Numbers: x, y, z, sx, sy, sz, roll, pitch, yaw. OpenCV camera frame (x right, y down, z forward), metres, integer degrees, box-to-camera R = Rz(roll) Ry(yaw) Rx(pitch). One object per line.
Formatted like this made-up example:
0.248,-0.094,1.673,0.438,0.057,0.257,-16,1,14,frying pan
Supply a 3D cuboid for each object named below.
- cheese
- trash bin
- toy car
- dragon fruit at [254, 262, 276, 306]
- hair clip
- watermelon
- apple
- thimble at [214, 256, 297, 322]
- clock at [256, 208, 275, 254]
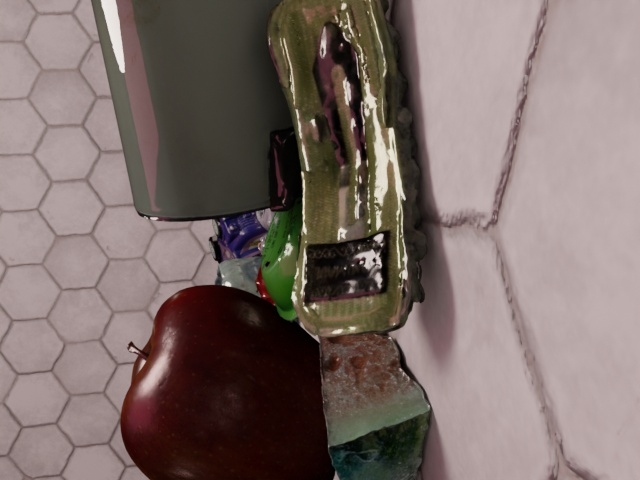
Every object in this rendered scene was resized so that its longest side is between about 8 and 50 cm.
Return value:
0.000,0.000,0.742,0.320,0.083,0.204,-13,60,67,cheese
-0.125,-0.177,0.694,0.277,0.217,0.263,9,114,38,trash bin
-0.169,0.012,1.518,0.158,0.172,0.235,63,158,24,toy car
-0.077,0.050,1.216,0.094,0.094,0.191,-118,35,-65,dragon fruit
0.032,-0.077,0.560,0.091,0.138,0.322,9,-106,-57,hair clip
0.042,0.151,0.649,0.241,0.094,0.154,-105,5,-51,watermelon
-0.118,0.212,0.838,0.288,0.316,0.288,-58,10,16,apple
-0.148,0.143,1.378,0.250,0.171,0.205,112,150,-63,thimble
-0.077,-0.029,1.128,0.117,0.079,0.176,121,146,-49,clock
